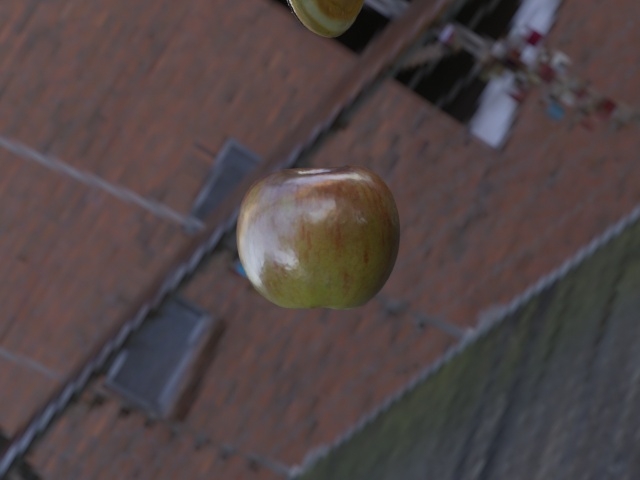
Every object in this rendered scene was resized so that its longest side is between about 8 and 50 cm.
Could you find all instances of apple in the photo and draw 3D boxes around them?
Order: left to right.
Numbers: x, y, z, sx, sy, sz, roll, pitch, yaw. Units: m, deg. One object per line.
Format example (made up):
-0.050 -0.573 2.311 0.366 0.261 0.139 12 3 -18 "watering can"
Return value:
0.000 0.000 0.869 0.084 0.084 0.071 -167 72 -78 "apple"

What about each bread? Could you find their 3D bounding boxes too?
0.003 -0.202 1.303 0.024 0.110 0.110 -4 46 34 "bread"
